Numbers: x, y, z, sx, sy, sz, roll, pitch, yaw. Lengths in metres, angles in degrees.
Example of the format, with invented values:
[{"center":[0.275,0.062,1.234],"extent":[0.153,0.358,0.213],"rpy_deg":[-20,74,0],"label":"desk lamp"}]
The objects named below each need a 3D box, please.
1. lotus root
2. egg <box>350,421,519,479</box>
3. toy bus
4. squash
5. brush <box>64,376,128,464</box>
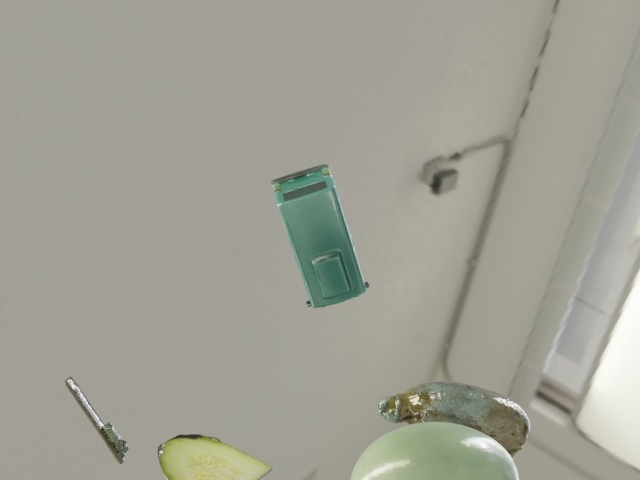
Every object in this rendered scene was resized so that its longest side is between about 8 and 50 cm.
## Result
[{"center":[0.285,0.366,1.995],"extent":[0.158,0.322,0.140],"rpy_deg":[102,-173,-66],"label":"lotus root"},{"center":[0.184,0.396,1.522],"extent":[0.282,0.203,0.203],"rpy_deg":[-2,-52,-15],"label":"egg"},{"center":[0.000,0.000,1.807],"extent":[0.128,0.147,0.256],"rpy_deg":[-18,-64,1],"label":"toy bus"},{"center":[-0.258,0.487,2.034],"extent":[0.204,0.155,0.237],"rpy_deg":[-26,-9,37],"label":"squash"},{"center":[-0.418,0.335,1.774],"extent":[0.027,0.190,0.034],"rpy_deg":[-33,2,12],"label":"brush"}]
